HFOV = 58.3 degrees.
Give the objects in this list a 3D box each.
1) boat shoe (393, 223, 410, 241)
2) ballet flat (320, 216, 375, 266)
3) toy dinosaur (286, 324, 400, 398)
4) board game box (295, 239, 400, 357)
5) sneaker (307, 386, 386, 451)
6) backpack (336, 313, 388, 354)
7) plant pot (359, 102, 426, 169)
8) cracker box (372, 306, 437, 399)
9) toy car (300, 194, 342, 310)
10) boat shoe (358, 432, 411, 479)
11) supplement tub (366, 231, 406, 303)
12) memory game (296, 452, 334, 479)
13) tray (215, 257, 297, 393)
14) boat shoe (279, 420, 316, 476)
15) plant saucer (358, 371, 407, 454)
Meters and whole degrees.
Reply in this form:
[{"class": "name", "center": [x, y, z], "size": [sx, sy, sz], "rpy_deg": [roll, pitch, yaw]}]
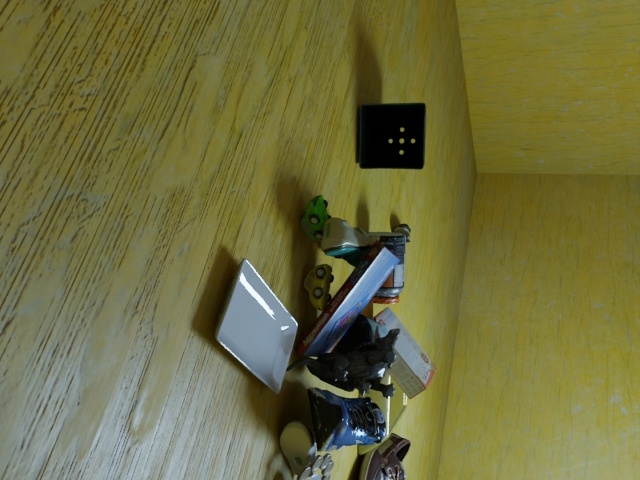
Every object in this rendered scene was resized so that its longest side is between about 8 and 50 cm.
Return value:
[{"class": "boat shoe", "center": [0.270, -0.032, 1.895], "size": [0.152, 0.056, 0.049], "rpy_deg": [54, 38, -72]}, {"class": "ballet flat", "center": [0.067, 0.001, 1.211], "size": [0.248, 0.086, 0.086], "rpy_deg": [25, 70, -66]}, {"class": "toy dinosaur", "center": [0.063, 0.277, 1.231], "size": [0.314, 0.160, 0.120], "rpy_deg": [-11, 91, -26]}, {"class": "board game box", "center": [0.063, 0.133, 1.236], "size": [0.281, 0.027, 0.145], "rpy_deg": [-53, 154, 2]}, {"class": "sneaker", "center": [0.059, 0.369, 1.204], "size": [0.330, 0.147, 0.129], "rpy_deg": [71, 8, -69]}, {"class": "backpack", "center": [0.106, 0.258, 1.434], "size": [0.182, 0.115, 0.151], "rpy_deg": [34, 61, -65]}, {"class": "plant pot", "center": [0.208, -0.278, 1.561], "size": [0.234, 0.166, 0.165], "rpy_deg": [-28, 120, -74]}, {"class": "cracker box", "center": [0.220, 0.313, 1.623], "size": [0.232, 0.067, 0.156], "rpy_deg": [53, 23, 7]}, {"class": "toy car", "center": [0.000, 0.000, 1.212], "size": [0.239, 0.053, 0.224], "rpy_deg": [-65, 150, -44]}, {"class": "boat shoe", "center": [0.194, 0.678, 1.696], "size": [0.342, 0.123, 0.123], "rpy_deg": [-25, 124, -67]}, {"class": "supplement tub", "center": [0.173, 0.073, 1.574], "size": [0.117, 0.117, 0.190], "rpy_deg": [-12, 105, -68]}, {"class": "memory game", "center": [-0.033, 0.515, 1.171], "size": [0.186, 0.012, 0.186], "rpy_deg": [-36, 141, -37]}, {"class": "tray", "center": [-0.110, 0.154, 0.989], "size": [0.270, 0.030, 0.145], "rpy_deg": [61, 39, -54]}, {"class": "boat shoe", "center": [-0.037, 0.413, 1.172], "size": [0.063, 0.066, 0.184], "rpy_deg": [-78, 158, -48]}, {"class": "plant saucer", "center": [0.205, 0.442, 1.762], "size": [0.333, 0.081, 0.332], "rpy_deg": [-16, 108, -67]}]
